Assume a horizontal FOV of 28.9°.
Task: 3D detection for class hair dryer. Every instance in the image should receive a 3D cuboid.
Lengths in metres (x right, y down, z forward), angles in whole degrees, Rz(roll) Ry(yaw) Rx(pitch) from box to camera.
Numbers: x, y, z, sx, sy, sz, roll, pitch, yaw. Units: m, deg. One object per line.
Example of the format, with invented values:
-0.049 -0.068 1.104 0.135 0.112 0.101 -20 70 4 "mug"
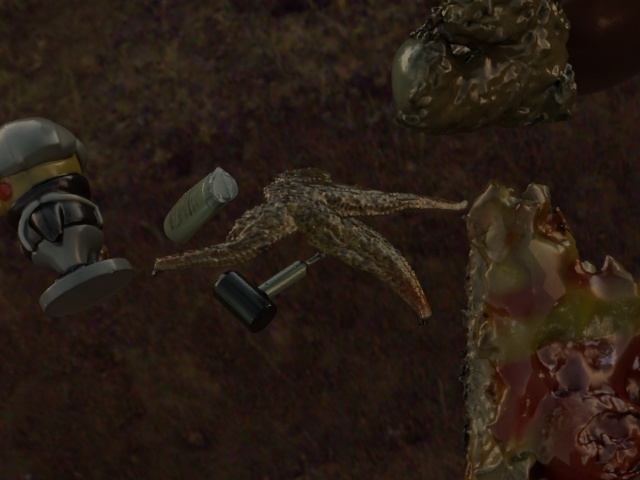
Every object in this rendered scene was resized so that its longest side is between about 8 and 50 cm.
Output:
-0.069 0.063 1.974 0.198 0.057 0.100 -30 61 -32 "hair dryer"

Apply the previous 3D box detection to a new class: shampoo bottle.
-0.199 -0.053 2.029 0.212 0.049 0.072 -32 52 57 "shampoo bottle"

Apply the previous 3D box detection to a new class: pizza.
0.243 0.131 1.188 0.440 0.406 0.130 -40 23 -25 "pizza"

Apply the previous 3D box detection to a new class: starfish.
0.002 -0.011 1.834 0.384 0.132 0.398 18 25 7 "starfish"

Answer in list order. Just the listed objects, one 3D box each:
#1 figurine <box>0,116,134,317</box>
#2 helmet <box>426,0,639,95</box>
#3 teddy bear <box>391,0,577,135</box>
-0.324 -0.035 1.514 0.133 0.176 0.236 -28 79 -3 "figurine"
0.280 -0.286 1.405 0.338 0.385 0.230 -31 69 32 "helmet"
0.154 -0.220 1.074 0.156 0.256 0.267 7 14 10 "teddy bear"
